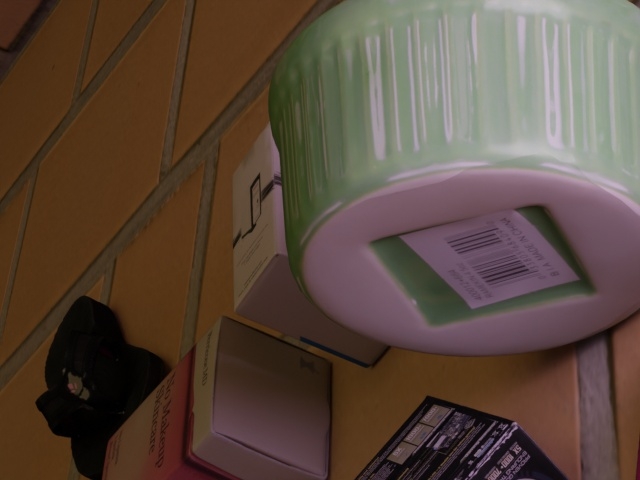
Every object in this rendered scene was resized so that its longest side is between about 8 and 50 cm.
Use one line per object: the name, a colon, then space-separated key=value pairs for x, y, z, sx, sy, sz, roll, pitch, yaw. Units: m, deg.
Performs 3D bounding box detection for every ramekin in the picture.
ramekin: x=0.113 y=-0.040 z=1.302 sx=0.303 sy=0.303 sz=0.148 roll=-41 pitch=40 yaw=46

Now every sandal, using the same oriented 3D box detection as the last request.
sandal: x=-0.298 y=0.173 z=2.249 sx=0.168 sy=0.107 sz=0.446 roll=-65 pitch=22 yaw=2

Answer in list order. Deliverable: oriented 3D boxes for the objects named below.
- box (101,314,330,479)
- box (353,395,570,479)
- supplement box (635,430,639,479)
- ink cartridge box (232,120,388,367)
box: x=-0.104 y=0.207 z=1.747 sx=0.232 sy=0.126 sz=0.149 roll=-48 pitch=27 yaw=37
box: x=0.075 y=0.211 z=1.328 sx=0.180 sy=0.077 sz=0.147 roll=-48 pitch=19 yaw=-14
supplement box: x=0.258 y=0.083 z=1.115 sx=0.104 sy=0.080 sz=0.188 roll=-36 pitch=36 yaw=51
ink cartridge box: x=0.000 y=0.000 z=1.699 sx=0.086 sy=0.148 sz=0.203 roll=-54 pitch=24 yaw=32
